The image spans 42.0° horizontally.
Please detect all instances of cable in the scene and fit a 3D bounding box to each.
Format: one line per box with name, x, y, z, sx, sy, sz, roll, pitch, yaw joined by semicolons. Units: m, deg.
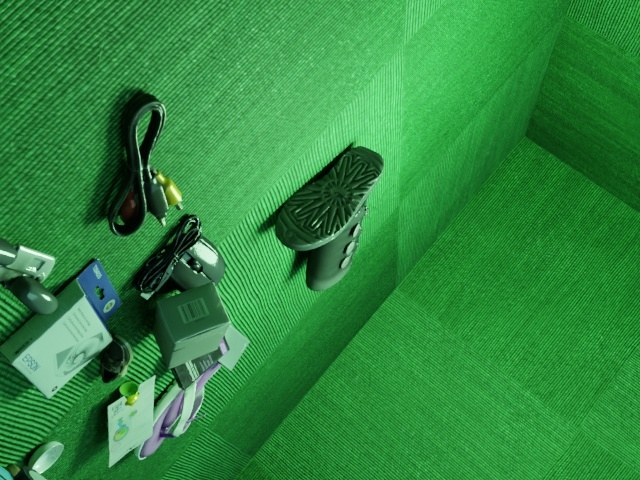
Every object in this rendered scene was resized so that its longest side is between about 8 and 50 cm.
cable;-0.297;-0.113;1.332;0.139;0.072;0.287;-27;143;-20

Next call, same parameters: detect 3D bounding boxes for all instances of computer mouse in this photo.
computer mouse;-0.261;0.063;1.719;0.188;0.072;0.272;-52;164;-4

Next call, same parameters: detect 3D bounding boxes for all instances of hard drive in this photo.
hard drive;-0.247;0.267;2.154;0.094;0.022;0.135;-57;138;-16

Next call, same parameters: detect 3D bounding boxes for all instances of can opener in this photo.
can opener;-0.444;0.035;1.144;0.074;0.093;0.280;-51;159;-1

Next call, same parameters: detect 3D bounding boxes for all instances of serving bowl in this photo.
serving bowl;-0.581;0.451;1.749;0.083;0.027;0.083;-47;164;-18

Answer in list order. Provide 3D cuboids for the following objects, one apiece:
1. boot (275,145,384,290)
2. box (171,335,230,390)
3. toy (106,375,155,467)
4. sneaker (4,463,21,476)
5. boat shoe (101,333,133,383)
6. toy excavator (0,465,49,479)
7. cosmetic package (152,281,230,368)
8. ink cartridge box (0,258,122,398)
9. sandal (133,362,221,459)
boot;0.002;-0.001;2.218;0.367;0.146;0.445;-41;165;-28
box;-0.302;0.275;2.053;0.162;0.029;0.116;-41;133;-29
toy;-0.457;0.415;1.962;0.137;0.056;0.237;-33;151;-40
sneaker;-0.645;0.530;1.672;0.086;0.064;0.192;-42;165;-48
boat shoe;-0.420;0.248;1.706;0.049;0.056;0.152;-46;164;-39
toy excavator;-0.625;0.447;1.328;0.222;0.445;0.433;-50;-155;-11
cosmetic package;-0.274;0.181;1.746;0.127;0.107;0.238;-21;163;-18
ink cartridge box;-0.441;0.162;1.483;0.224;0.045;0.223;-47;163;-19
sandal;-0.343;0.422;2.199;0.416;0.102;0.169;-54;164;-1
